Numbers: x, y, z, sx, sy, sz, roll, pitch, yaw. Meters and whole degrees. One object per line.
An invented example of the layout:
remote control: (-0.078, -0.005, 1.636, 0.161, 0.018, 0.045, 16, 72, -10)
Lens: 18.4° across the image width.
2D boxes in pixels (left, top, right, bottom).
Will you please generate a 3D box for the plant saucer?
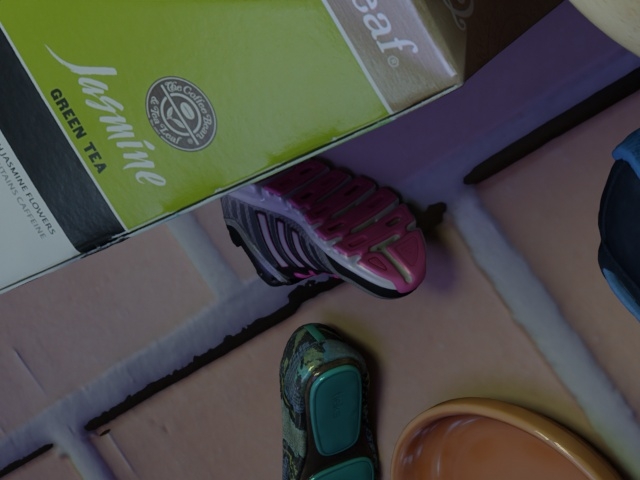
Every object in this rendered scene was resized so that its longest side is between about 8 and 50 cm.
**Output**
plant saucer: (0.131, 0.178, 1.213, 0.200, 0.037, 0.200, 26, 134, 31)

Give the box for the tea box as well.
tea box: (-0.081, -0.197, 0.950, 0.323, 0.220, 0.329, -21, 102, 39)

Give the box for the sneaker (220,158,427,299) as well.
sneaker: (0.000, 0.000, 1.196, 0.170, 0.063, 0.075, 30, 136, 36)

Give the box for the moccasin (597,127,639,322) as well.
moccasin: (0.267, 0.077, 0.939, 0.342, 0.137, 0.117, 53, 149, 25)

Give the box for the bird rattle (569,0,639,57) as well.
bird rattle: (0.159, -0.118, 0.787, 0.207, 0.254, 0.143, 18, 153, -20)

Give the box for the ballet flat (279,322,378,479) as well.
ballet flat: (0.001, 0.130, 1.305, 0.070, 0.070, 0.188, 29, 135, 29)
